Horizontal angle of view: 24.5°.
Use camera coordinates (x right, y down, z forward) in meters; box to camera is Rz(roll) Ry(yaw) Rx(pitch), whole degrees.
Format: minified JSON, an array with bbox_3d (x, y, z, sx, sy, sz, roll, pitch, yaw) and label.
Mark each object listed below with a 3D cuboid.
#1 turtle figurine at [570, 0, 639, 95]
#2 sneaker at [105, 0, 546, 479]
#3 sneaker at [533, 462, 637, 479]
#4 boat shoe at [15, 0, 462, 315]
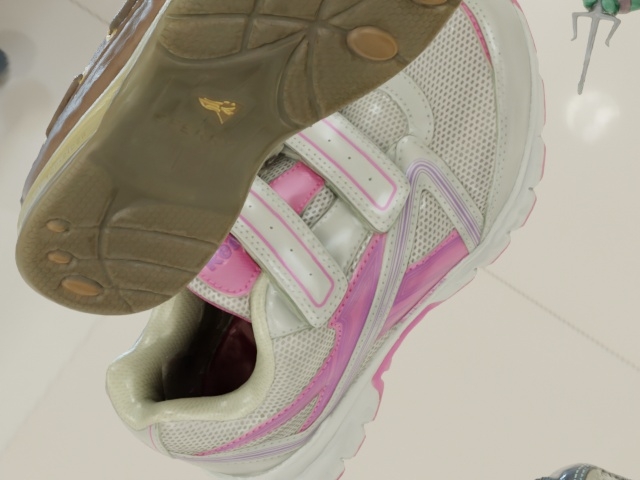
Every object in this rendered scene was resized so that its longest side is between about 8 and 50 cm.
[{"bbox_3d":[0.281,-0.167,1.097,0.175,0.118,0.234,31,120,34],"label":"turtle figurine"},{"bbox_3d":[0.000,0.000,0.603,0.103,0.111,0.252,34,102,34],"label":"sneaker"},{"bbox_3d":[0.213,0.146,0.592,0.283,0.110,0.122,28,126,-15],"label":"sneaker"},{"bbox_3d":[-0.022,-0.058,0.386,0.178,0.064,0.060,-46,38,22],"label":"boat shoe"}]
